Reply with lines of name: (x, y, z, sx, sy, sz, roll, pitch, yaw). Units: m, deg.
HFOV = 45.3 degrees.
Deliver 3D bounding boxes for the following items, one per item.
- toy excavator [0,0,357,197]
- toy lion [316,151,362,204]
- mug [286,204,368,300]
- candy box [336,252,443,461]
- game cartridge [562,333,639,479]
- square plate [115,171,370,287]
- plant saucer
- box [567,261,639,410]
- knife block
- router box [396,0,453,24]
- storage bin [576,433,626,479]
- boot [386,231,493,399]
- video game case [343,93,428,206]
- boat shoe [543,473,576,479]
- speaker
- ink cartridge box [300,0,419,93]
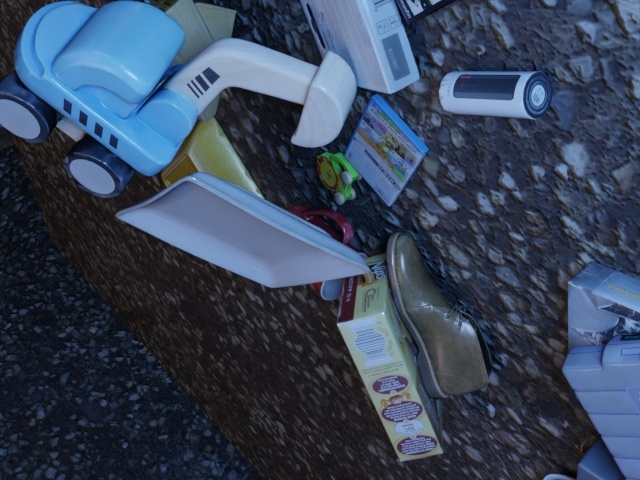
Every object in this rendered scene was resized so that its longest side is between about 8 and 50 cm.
toy excavator: (-0.227, -0.235, 1.164, 0.433, 0.222, 0.445, 38, 142, -20)
toy lion: (0.027, -0.118, 1.332, 0.096, 0.034, 0.100, 55, 154, 19)
mug: (0.004, 0.003, 1.449, 0.169, 0.113, 0.150, 44, 107, 31)
candy box: (0.128, 0.203, 1.332, 0.087, 0.183, 0.316, -15, 117, 17)
game cartridge: (0.468, 0.193, 0.832, 0.355, 0.068, 0.230, -15, 110, 49)
square plate: (-0.138, -0.013, 1.308, 0.344, 0.049, 0.347, 27, 159, -27)
plant saucer: (-0.244, -0.090, 1.754, 0.333, 0.081, 0.332, 58, 153, -5)
box: (0.409, 0.158, 0.979, 0.183, 0.056, 0.231, 27, 142, 42)
knife block: (-0.271, -0.350, 1.293, 0.088, 0.242, 0.276, 31, 114, 41)
router box: (0.113, -0.359, 0.894, 0.133, 0.046, 0.179, -8, 113, 61)
storage bin: (0.419, 0.342, 1.132, 0.098, 0.091, 0.135, 31, 144, 40)
boot: (0.199, 0.118, 1.272, 0.115, 0.112, 0.305, -14, 106, 31)
video game case: (0.099, -0.138, 1.204, 0.119, 0.015, 0.166, 50, 153, 12)
boat shoe: (0.447, 0.438, 1.190, 0.258, 0.095, 0.084, 6, 129, 56)
speaker: (0.210, -0.178, 0.931, 0.136, 0.055, 0.055, 18, 135, 52)
ink cartridge box: (0.043, -0.312, 1.083, 0.189, 0.066, 0.232, 67, 172, -22)
